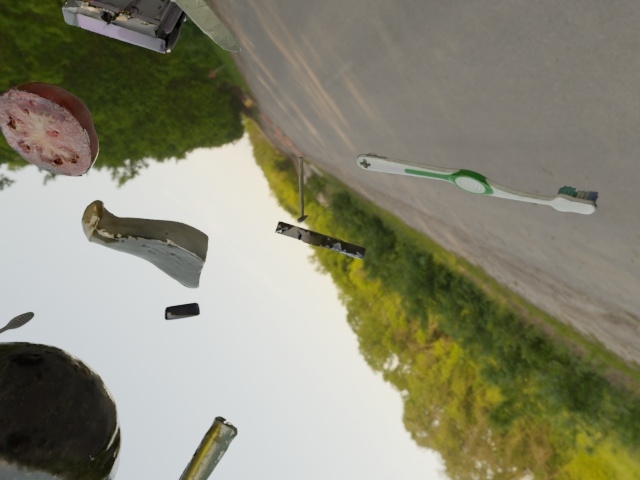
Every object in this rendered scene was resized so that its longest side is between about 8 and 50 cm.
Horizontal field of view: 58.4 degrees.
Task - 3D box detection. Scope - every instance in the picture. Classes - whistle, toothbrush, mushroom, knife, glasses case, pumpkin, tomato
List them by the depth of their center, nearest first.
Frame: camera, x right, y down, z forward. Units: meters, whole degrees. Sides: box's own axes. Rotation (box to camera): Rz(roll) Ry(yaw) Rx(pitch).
[{"bbox_3d":[0.248,-0.101,0.979,0.418,0.040,0.042,13,141,26],"label":"toothbrush"},{"bbox_3d":[-0.250,-0.446,1.051,0.298,0.047,0.017,39,175,-36],"label":"knife"},{"bbox_3d":[-0.624,0.410,1.133,0.454,0.454,0.344,46,-177,-36],"label":"pumpkin"},{"bbox_3d":[-0.574,-0.243,1.231,0.225,0.225,0.085,46,-142,-28],"label":"tomato"},{"bbox_3d":[-0.807,0.257,1.246,0.037,0.375,0.028,-16,104,54],"label":"toothbrush"},{"bbox_3d":[-0.322,0.166,1.335,0.023,0.083,0.033,29,121,59],"label":"glasses case"},{"bbox_3d":[-0.305,0.571,1.356,0.068,0.326,0.057,28,176,45],"label":"whistle"},{"bbox_3d":[-0.434,0.008,1.434,0.329,0.159,0.122,20,180,-21],"label":"mushroom"}]

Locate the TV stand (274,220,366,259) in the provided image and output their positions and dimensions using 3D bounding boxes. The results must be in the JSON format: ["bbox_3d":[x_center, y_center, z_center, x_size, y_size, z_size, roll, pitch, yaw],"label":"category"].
[{"bbox_3d":[0.000,0.000,1.512,0.249,0.036,0.042,17,-177,-14],"label":"TV stand"}]

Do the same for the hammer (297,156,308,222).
[{"bbox_3d":[-0.055,-0.156,1.736,0.013,0.198,0.062,7,-161,21],"label":"hammer"}]

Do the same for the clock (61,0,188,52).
[{"bbox_3d":[-0.348,-0.460,1.082,0.187,0.253,0.083,16,144,-6],"label":"clock"}]
